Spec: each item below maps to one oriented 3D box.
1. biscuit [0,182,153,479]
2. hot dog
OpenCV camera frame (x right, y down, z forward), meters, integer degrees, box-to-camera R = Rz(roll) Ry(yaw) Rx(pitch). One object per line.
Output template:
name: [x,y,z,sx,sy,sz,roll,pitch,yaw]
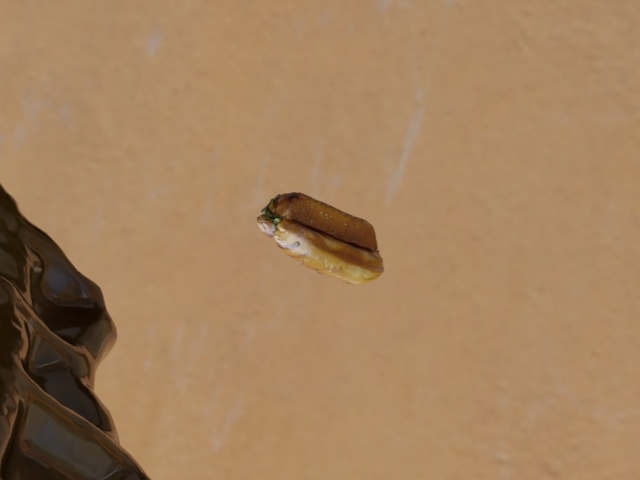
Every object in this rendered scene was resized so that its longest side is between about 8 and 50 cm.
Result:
biscuit: [-0.051,0.121,0.579,0.366,0.115,0.268,37,-165,-18]
hot dog: [0.000,0.000,1.169,0.037,0.049,0.122,-30,151,24]
